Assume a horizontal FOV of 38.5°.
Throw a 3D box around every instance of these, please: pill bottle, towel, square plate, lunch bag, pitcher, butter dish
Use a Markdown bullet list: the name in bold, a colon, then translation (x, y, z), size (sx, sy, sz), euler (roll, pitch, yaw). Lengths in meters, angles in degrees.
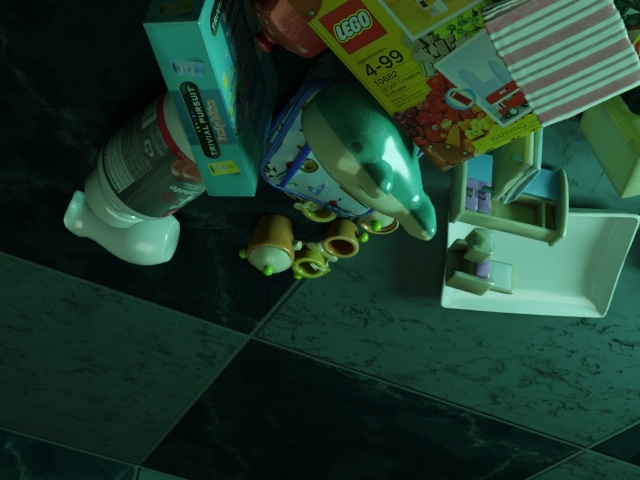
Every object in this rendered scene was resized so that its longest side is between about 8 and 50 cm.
- **pill bottle**: translation (-0.275, -0.141, 1.597), size (0.176, 0.176, 0.318), euler (33, 137, -29)
- **towel**: translation (0.296, -0.234, 1.108), size (0.144, 0.029, 0.197), euler (-22, 131, 24)
- **square plate**: translation (0.416, 0.035, 1.807), size (0.343, 0.049, 0.347), euler (3, 143, 6)
- **lunch bag**: translation (0.032, -0.169, 1.557), size (0.243, 0.115, 0.303), euler (22, 140, -15)
- **pitcher**: translation (-0.389, -0.017, 1.851), size (0.207, 0.126, 0.178), euler (15, 165, 8)
- **butter dish**: translation (-0.047, -0.319, 1.308), size (0.118, 0.160, 0.160), euler (-45, 125, 9)

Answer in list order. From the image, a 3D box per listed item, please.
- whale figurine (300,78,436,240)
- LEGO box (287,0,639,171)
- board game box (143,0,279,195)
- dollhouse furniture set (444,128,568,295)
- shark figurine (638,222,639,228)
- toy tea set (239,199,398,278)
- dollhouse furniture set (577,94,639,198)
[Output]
- **whale figurine**: translation (0.095, -0.126, 1.366), size (0.141, 0.216, 0.272), euler (-41, 108, 13)
- **LEGO box**: translation (0.264, -0.353, 1.162), size (0.500, 0.193, 0.372), euler (-24, 127, 36)
- **board game box**: translation (-0.146, -0.268, 1.336), size (0.079, 0.254, 0.336), euler (0, 143, 11)
- **dollhouse furniture set**: translation (0.350, -0.089, 1.455), size (0.198, 0.287, 0.303), euler (12, 153, -9)
- **shark figurine**: translation (0.680, 0.050, 1.726), size (0.166, 0.116, 0.278), euler (-5, 140, 19)
- **toy tea set**: translation (0.000, 0.000, 1.776), size (0.200, 0.124, 0.336), euler (29, 139, -25)
- **dollhouse furniture set**: translation (0.563, -0.180, 1.455), size (0.242, 0.161, 0.212), euler (-12, 145, -10)
